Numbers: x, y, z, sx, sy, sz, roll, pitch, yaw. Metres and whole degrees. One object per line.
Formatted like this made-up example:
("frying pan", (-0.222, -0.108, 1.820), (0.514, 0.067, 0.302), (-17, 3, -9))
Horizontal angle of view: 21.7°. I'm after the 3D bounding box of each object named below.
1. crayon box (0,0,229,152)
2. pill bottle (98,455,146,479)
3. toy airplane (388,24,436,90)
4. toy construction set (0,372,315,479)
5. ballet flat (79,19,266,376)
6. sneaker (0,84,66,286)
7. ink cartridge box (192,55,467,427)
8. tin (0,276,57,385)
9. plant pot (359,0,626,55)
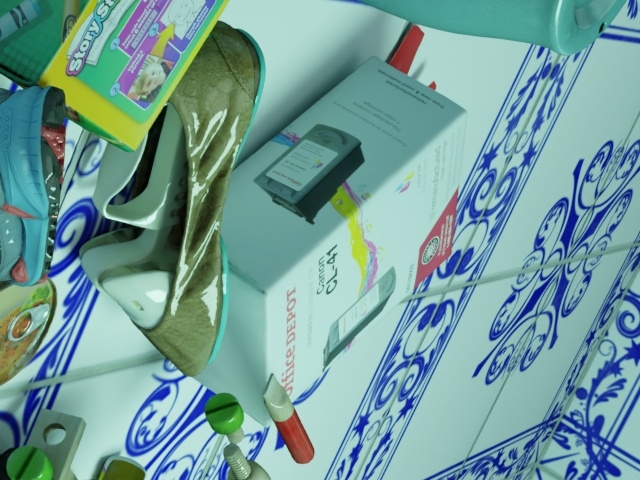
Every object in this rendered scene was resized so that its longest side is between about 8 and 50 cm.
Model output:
("crayon box", (-0.121, -0.215, 1.177), (0.278, 0.081, 0.165), (-58, 158, -2))
("pill bottle", (-0.205, 0.257, 1.650), (0.043, 0.043, 0.083), (-11, 128, -62))
("toy airplane", (0.080, -0.149, 1.763), (0.151, 0.028, 0.151), (-45, 155, -28))
("toy construction set", (-0.150, 0.225, 1.468), (0.309, 0.257, 0.237), (-44, 146, -17))
("ballet flat", (-0.133, -0.022, 1.385), (0.124, 0.116, 0.342), (-13, 133, -34))
("sneaker", (-0.240, -0.044, 1.143), (0.262, 0.125, 0.104), (119, -25, -67))
("ink cartridge box", (0.000, 0.000, 1.635), (0.306, 0.131, 0.226), (-43, 153, -31))
("tin", (-0.277, 0.079, 1.281), (0.189, 0.040, 0.106), (-31, 149, -50))
("plant pot", (0.145, -0.289, 1.420), (0.271, 0.255, 0.272), (-47, 156, -29))
